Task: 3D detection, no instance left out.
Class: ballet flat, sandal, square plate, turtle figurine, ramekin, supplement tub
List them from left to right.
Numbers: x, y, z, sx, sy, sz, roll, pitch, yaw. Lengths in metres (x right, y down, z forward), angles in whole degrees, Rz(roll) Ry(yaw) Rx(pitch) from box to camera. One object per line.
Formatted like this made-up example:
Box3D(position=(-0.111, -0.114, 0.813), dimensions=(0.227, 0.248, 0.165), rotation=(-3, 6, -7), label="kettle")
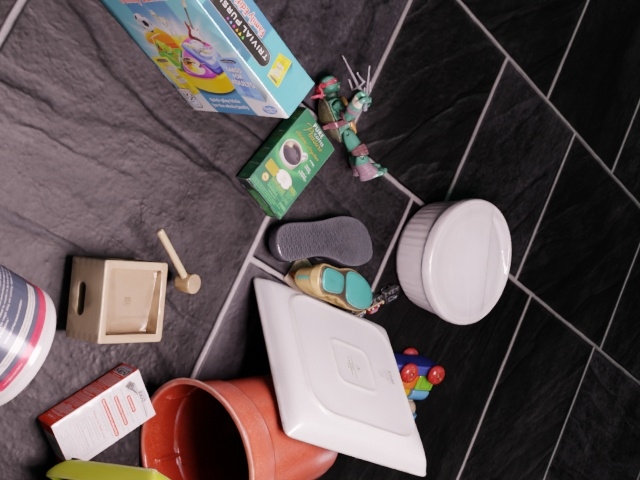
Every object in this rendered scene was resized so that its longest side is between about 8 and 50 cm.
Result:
Box3D(position=(-0.509, 0.091, 1.238), dimensions=(0.272, 0.191, 0.191), rotation=(42, 70, -40), label="supplement tub")
Box3D(position=(0.000, -0.001, 1.786), dimensions=(0.254, 0.054, 0.097), rotation=(5, 82, -41), label="sandal")
Box3D(position=(0.024, 0.086, 1.806), dimensions=(0.232, 0.073, 0.080), rotation=(31, 62, -58), label="ballet flat")
Box3D(position=(0.044, 0.236, 1.694), dimensions=(0.344, 0.347, 0.049), rotation=(25, 125, -36), label="square plate")
Box3D(position=(0.055, -0.232, 1.751), dimensions=(0.175, 0.118, 0.234), rotation=(-67, 140, -70), label="turtle figurine")
Box3D(position=(0.278, 0.038, 1.993), dimensions=(0.273, 0.127, 0.272), rotation=(-9, 104, -41), label="ramekin")

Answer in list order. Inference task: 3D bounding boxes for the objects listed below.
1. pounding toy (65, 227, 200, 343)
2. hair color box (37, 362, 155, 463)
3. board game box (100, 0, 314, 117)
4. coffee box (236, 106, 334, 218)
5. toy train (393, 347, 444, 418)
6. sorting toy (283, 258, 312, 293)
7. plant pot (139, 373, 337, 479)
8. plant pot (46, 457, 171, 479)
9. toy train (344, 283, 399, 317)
Box3D(position=(-0.297, 0.068, 1.503), dimensions=(0.206, 0.094, 0.181), rotation=(5, 90, -52), label="pounding toy")
Box3D(position=(-0.359, 0.283, 1.508), dimensions=(0.167, 0.053, 0.093), rotation=(-31, 118, -33), label="hair color box")
Box3D(position=(-0.198, -0.331, 1.399), dimensions=(0.079, 0.254, 0.336), rotation=(-56, 129, -19), label="board game box")
Box3D(position=(-0.061, -0.143, 1.707), dimensions=(0.184, 0.040, 0.113), rotation=(-54, 130, -20), label="coffee box")
Box3D(position=(0.136, 0.301, 1.943), dimensions=(0.248, 0.105, 0.143), rotation=(11, 104, -43), label="toy train")
Box3D(position=(-0.044, 0.058, 1.780), dimensions=(0.062, 0.012, 0.083), rotation=(-54, 129, -20), label="sorting toy")
Box3D(position=(-0.122, 0.347, 1.613), dimensions=(0.265, 0.272, 0.272), rotation=(-7, 103, -50), label="plant pot")
Box3D(position=(-0.312, 0.460, 1.423), dimensions=(0.228, 0.227, 0.207), rotation=(55, 42, -53), label="plant pot")
Box3D(position=(0.105, 0.132, 1.923), dimensions=(0.158, 0.027, 0.036), rotation=(-24, 124, -37), label="toy train")
